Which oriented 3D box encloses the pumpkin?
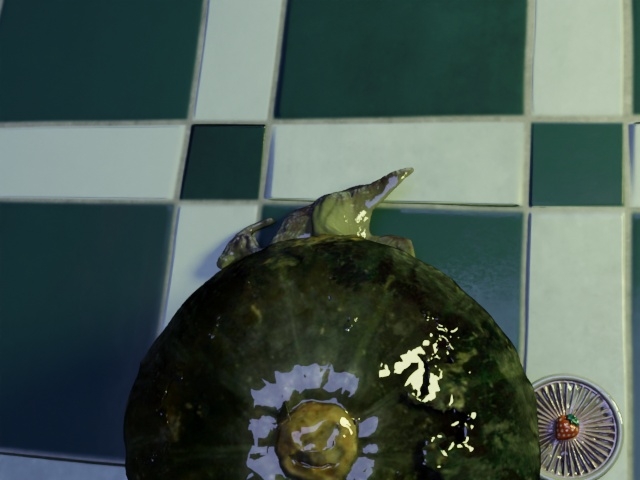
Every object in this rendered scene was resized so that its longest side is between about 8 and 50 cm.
[{"bbox_3d":[0.010,0.213,0.960,0.455,0.344,0.454,-1,72,4],"label":"pumpkin"}]

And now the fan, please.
[{"bbox_3d":[0.276,0.279,1.023,0.130,0.074,0.244,11,76,16],"label":"fan"}]

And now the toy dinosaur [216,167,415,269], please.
[{"bbox_3d":[-0.004,-0.005,1.166,0.294,0.077,0.162,-14,44,3],"label":"toy dinosaur"}]
